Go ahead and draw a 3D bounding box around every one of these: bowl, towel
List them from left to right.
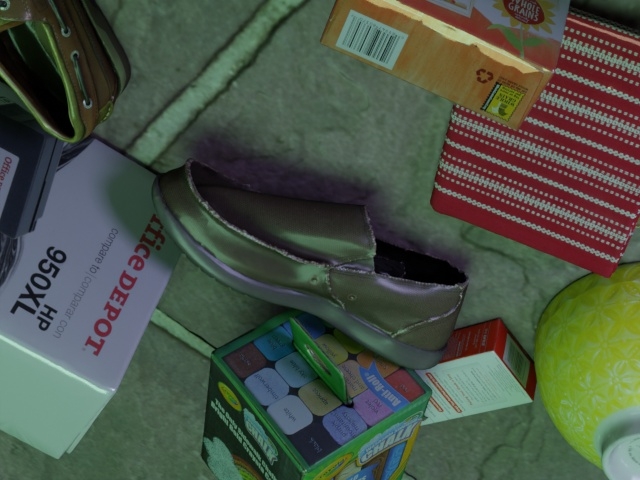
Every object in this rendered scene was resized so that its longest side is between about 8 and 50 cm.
[{"bbox_3d":[0.215,-0.094,1.078,0.198,0.031,0.275,22,137,12],"label":"towel"},{"bbox_3d":[0.357,0.174,1.216,0.289,0.156,0.289,11,136,11],"label":"bowl"}]

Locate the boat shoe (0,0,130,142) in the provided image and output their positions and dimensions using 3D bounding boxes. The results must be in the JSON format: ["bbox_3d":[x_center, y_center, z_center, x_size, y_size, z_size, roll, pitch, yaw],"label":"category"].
[{"bbox_3d":[-0.286,-0.229,1.093,0.110,0.104,0.307,-14,127,32],"label":"boat shoe"}]

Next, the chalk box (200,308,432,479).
[{"bbox_3d":[-0.007,0.188,1.304,0.180,0.179,0.289,48,148,26],"label":"chalk box"}]

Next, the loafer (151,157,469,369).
[{"bbox_3d":[0.000,0.000,1.219,0.366,0.134,0.130,26,115,-20],"label":"loafer"}]

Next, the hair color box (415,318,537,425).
[{"bbox_3d":[0.154,0.155,1.350,0.167,0.053,0.093,-19,124,33],"label":"hair color box"}]

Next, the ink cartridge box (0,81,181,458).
[{"bbox_3d":[-0.357,-0.004,1.215,0.395,0.285,0.166,31,136,-12],"label":"ink cartridge box"}]

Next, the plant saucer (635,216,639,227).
[{"bbox_3d":[0.298,-0.047,1.116,0.083,0.015,0.083,12,137,11],"label":"plant saucer"}]

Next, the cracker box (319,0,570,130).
[{"bbox_3d":[0.107,-0.203,0.872,0.155,0.232,0.067,24,138,-3],"label":"cracker box"}]
